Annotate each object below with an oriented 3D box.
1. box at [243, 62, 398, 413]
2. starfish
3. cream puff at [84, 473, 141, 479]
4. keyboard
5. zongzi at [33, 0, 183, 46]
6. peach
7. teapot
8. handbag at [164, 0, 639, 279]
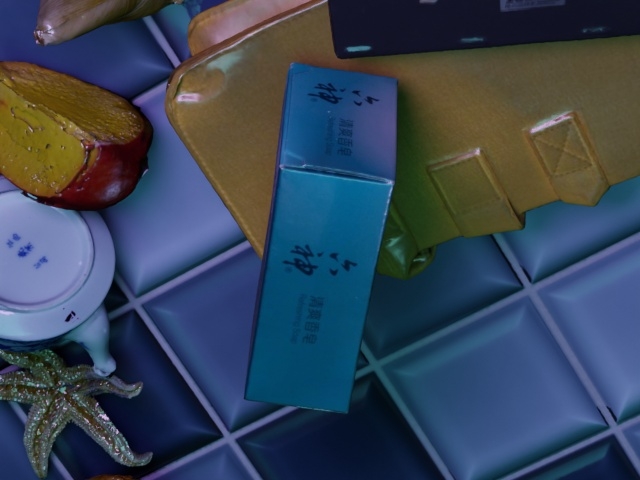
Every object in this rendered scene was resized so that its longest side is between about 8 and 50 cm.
[{"bbox_3d":[0.000,0.000,1.474,0.092,0.153,0.245,7,128,-3],"label":"box"},{"bbox_3d":[-0.257,0.164,1.749,0.208,0.053,0.176,24,121,2],"label":"starfish"},{"bbox_3d":[-0.199,0.290,1.772,0.126,0.103,0.144,6,115,9],"label":"cream puff"},{"bbox_3d":[0.162,-0.201,1.411,0.317,0.027,0.106,-3,126,4],"label":"keyboard"},{"bbox_3d":[-0.179,-0.258,1.473,0.099,0.197,0.195,11,112,18],"label":"zongzi"},{"bbox_3d":[-0.232,-0.086,1.593,0.172,0.127,0.092,21,117,2],"label":"peach"},{"bbox_3d":[-0.274,0.033,1.653,0.232,0.159,0.159,39,113,6],"label":"teapot"},{"bbox_3d":[0.095,-0.122,1.545,0.401,0.133,0.283,-21,115,15],"label":"handbag"}]
